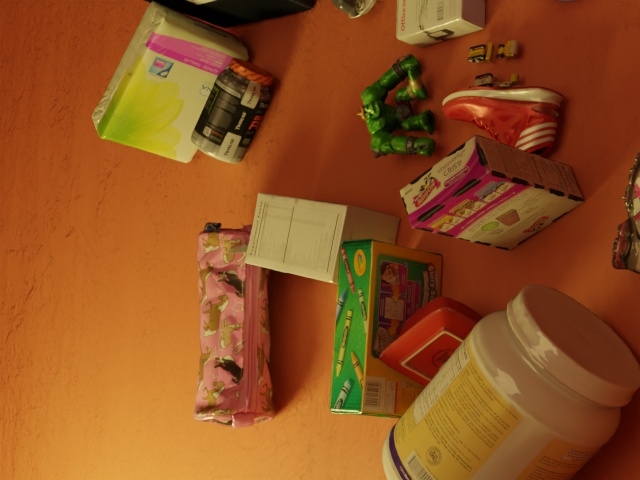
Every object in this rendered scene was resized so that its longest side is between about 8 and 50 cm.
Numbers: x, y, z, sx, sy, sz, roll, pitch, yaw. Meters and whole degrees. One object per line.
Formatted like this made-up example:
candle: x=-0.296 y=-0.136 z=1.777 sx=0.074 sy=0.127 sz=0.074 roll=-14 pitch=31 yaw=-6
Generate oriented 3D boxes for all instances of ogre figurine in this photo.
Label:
ogre figurine: x=0.132 y=-0.219 z=2.013 sx=0.118 sy=0.097 sz=0.197 roll=-22 pitch=80 yaw=24

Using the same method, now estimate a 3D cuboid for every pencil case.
pencil case: x=-0.158 y=0.162 z=2.191 sx=0.160 sy=0.167 sz=0.386 roll=-3 pitch=77 yaw=16

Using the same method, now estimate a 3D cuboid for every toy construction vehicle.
toy construction vehicle: x=0.286 y=-0.283 z=1.903 sx=0.098 sy=0.035 sz=0.086 roll=-10 pitch=63 yaw=43

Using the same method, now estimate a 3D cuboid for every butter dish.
butter dish: x=0.194 y=0.146 z=1.833 sx=0.160 sy=0.160 sz=0.118 roll=-43 pitch=29 yaw=31

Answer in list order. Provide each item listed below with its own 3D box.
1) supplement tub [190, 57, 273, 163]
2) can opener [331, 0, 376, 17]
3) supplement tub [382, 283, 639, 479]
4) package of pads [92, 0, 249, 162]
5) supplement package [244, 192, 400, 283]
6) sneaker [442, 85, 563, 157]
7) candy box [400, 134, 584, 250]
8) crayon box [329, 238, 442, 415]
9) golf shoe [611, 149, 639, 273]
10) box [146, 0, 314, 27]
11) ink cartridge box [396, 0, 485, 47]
supplement tub: x=-0.173 y=-0.261 z=2.334 sx=0.117 sy=0.117 sz=0.190 roll=42 pitch=112 yaw=44
can opener: x=0.040 y=-0.543 z=2.181 sx=0.076 sy=0.095 sz=0.283 roll=-34 pitch=58 yaw=37
supplement tub: x=0.266 y=0.249 z=1.637 sx=0.331 sy=0.241 sz=0.241 roll=-54 pitch=47 yaw=24
package of pads: x=-0.307 y=-0.319 z=2.412 sx=0.296 sy=0.229 sz=0.101 roll=-57 pitch=41 yaw=20
supplement package: x=0.000 y=0.000 z=2.068 sx=0.244 sy=0.134 sz=0.139 roll=11 pitch=90 yaw=48
sneaker: x=0.276 y=-0.174 z=1.845 sx=0.221 sy=0.087 sz=0.128 roll=1 pitch=81 yaw=49
candy box: x=0.256 y=-0.066 z=1.728 sx=0.159 sy=0.233 sz=0.071 roll=-36 pitch=56 yaw=35
crayon box: x=0.108 y=0.147 z=1.892 sx=0.081 sy=0.165 sz=0.278 roll=-6 pitch=76 yaw=48
golf shoe: x=0.465 y=-0.043 z=1.632 sx=0.086 sy=0.067 sz=0.186 roll=10 pitch=86 yaw=20
box: x=-0.246 y=-0.716 z=2.250 sx=0.297 sy=0.480 sz=0.472 roll=-2 pitch=80 yaw=46
ink cartridge box: x=0.205 y=-0.403 z=1.991 sx=0.150 sy=0.063 sz=0.109 roll=-8 pitch=75 yaw=47
